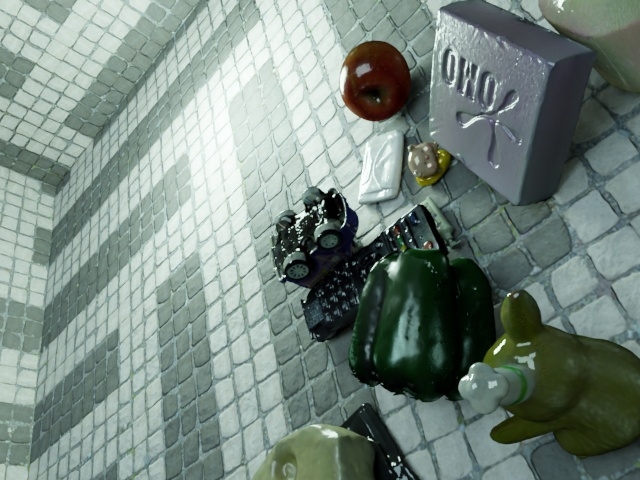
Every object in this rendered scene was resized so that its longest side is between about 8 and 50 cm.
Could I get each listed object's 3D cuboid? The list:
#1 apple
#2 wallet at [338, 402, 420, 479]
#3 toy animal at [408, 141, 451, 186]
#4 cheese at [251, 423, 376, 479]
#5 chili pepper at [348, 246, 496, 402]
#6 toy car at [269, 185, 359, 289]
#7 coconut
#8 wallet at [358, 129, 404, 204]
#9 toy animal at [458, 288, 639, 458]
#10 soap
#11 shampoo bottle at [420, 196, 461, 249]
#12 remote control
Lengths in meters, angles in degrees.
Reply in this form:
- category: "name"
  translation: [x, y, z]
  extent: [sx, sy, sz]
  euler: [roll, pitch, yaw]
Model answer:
- category: "apple"
  translation: [0.131, -0.386, 1.415]
  extent: [0.181, 0.181, 0.168]
  euler: [-39, 21, 28]
- category: "wallet"
  translation: [0.089, 0.496, 1.106]
  extent: [0.247, 0.041, 0.323]
  euler: [-53, 43, 16]
- category: "toy animal"
  translation: [0.229, -0.183, 1.267]
  extent: [0.091, 0.082, 0.114]
  euler: [-27, 52, 35]
- category: "cheese"
  translation: [-0.012, 0.506, 1.092]
  extent: [0.326, 0.115, 0.318]
  euler: [-61, 35, 5]
- category: "chili pepper"
  translation: [0.177, 0.148, 1.030]
  extent: [0.249, 0.233, 0.256]
  euler: [-3, 77, 37]
- category: "toy car"
  translation: [0.000, 0.000, 1.363]
  extent: [0.235, 0.158, 0.172]
  euler: [-41, 41, 23]
- category: "coconut"
  translation: [0.504, -0.411, 0.904]
  extent: [0.298, 0.310, 0.297]
  euler: [-24, 54, 38]
- category: "wallet"
  translation: [0.145, -0.176, 1.397]
  extent: [0.124, 0.032, 0.182]
  euler: [-11, 64, 47]
- category: "toy animal"
  translation: [0.300, 0.185, 0.805]
  extent: [0.180, 0.363, 0.180]
  euler: [-28, 46, 55]
- category: "soap"
  translation: [0.324, -0.251, 1.056]
  extent: [0.107, 0.285, 0.296]
  euler: [-20, 42, -17]
- category: "shampoo bottle"
  translation: [0.244, -0.030, 1.210]
  extent: [0.049, 0.034, 0.141]
  euler: [-42, 45, 15]
- category: "remote control"
  translation: [0.109, 0.086, 1.258]
  extent: [0.399, 0.062, 0.144]
  euler: [-40, 53, 33]
